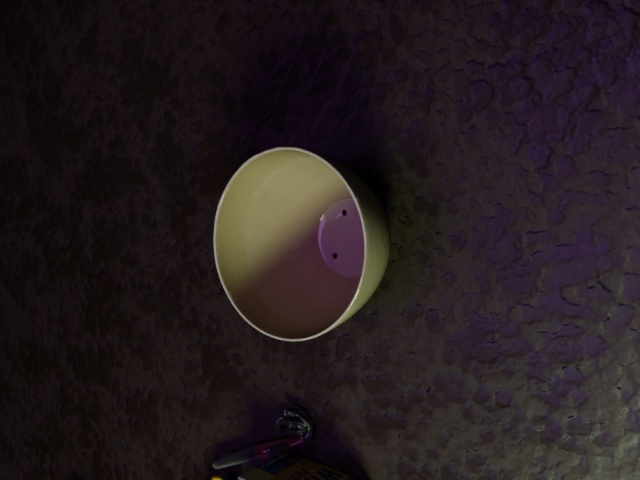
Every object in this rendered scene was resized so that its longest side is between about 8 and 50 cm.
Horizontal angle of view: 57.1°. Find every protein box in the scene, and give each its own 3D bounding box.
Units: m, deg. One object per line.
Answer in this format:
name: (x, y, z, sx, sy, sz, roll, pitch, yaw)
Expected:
protein box: (-0.030, 0.511, 1.020, 0.200, 0.136, 0.201, 7, 97, 35)

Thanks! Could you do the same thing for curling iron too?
curling iron: (-0.115, 0.392, 1.135, 0.274, 0.035, 0.068, -37, 68, 31)

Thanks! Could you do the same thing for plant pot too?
plant pot: (0.000, 0.000, 0.928, 0.284, 0.191, 0.283, 3, 96, 36)

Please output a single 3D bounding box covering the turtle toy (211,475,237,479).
turtle toy: (-0.193, 0.524, 1.180, 0.130, 0.066, 0.095, -5, 67, 38)
